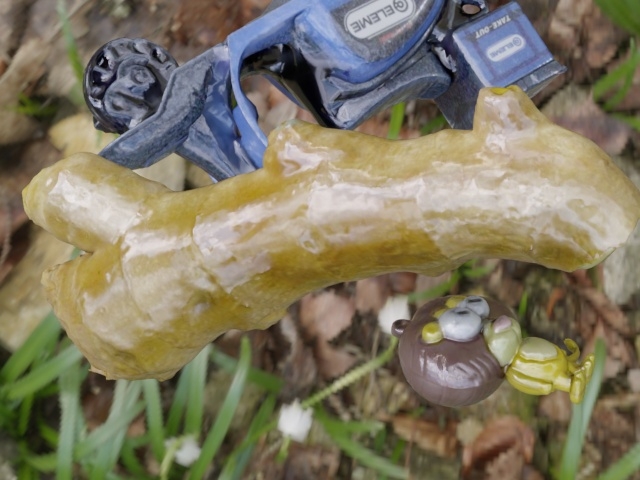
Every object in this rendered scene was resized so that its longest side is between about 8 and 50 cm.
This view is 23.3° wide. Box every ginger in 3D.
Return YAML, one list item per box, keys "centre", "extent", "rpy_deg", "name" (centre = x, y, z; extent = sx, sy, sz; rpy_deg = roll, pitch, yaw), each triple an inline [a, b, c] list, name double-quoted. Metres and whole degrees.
- centre: [0.001, -0.001, 0.711]
  extent: [0.299, 0.065, 0.118]
  rpy_deg: [-9, 109, 21]
  name: "ginger"

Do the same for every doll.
- centre: [0.161, 0.099, 1.458]
  extent: [0.188, 0.145, 0.096]
  rpy_deg: [-2, 123, 2]
  name: "doll"

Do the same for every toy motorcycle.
- centre: [-0.001, -0.111, 1.165]
  extent: [0.212, 0.359, 0.125]
  rpy_deg: [57, 155, 5]
  name: "toy motorcycle"
